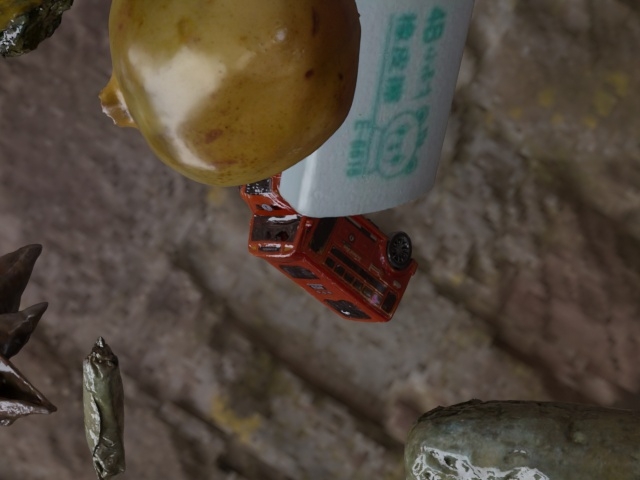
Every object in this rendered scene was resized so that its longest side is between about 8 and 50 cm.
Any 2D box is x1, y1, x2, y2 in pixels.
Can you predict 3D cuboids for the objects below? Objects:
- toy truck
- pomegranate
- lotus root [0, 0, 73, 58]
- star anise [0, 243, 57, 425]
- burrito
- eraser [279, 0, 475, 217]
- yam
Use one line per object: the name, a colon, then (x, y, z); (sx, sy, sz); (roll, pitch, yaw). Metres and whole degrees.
toy truck: (0.000, 0.000, 2.003); (0.107, 0.114, 0.252); (2, 153, 46)
pomegranate: (-0.068, -0.158, 1.376); (0.233, 0.233, 0.233); (31, 175, 3)
lotus root: (-0.300, -0.322, 1.246); (0.196, 0.179, 0.397); (-35, 83, 43)
star anise: (-0.394, 0.146, 1.672); (0.109, 0.292, 0.349); (48, -163, -42)
burrito: (-0.238, 0.187, 1.833); (0.045, 0.188, 0.058); (-1, -149, -7)
eraser: (0.061, -0.175, 1.783); (0.189, 0.290, 0.104); (-17, -138, -34)
yam: (0.231, 0.200, 1.419); (0.330, 0.133, 0.133); (8, 168, 14)
